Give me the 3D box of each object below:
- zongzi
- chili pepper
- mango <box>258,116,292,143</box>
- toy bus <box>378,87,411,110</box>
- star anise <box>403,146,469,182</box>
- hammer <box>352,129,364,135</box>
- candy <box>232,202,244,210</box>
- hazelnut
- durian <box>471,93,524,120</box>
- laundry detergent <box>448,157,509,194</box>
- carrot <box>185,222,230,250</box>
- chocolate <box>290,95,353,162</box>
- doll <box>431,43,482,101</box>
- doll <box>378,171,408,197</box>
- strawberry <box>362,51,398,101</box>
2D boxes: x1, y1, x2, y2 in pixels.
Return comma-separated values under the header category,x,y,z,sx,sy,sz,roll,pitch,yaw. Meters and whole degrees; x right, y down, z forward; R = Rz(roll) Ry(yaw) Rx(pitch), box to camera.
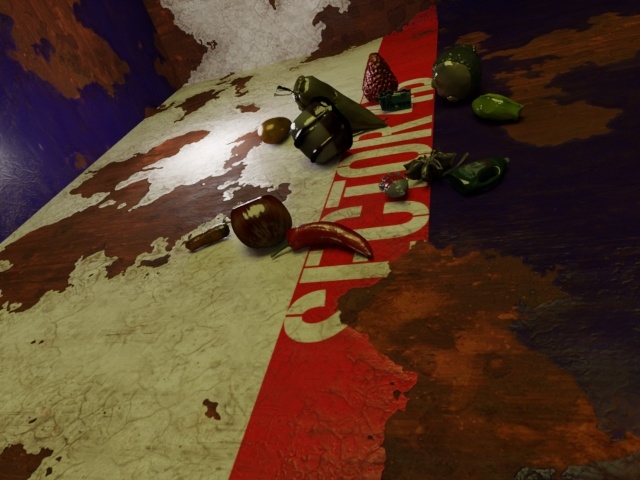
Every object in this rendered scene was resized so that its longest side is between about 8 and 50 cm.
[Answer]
category,x,y,z,sx,sy,sz,roll,pitch,yaw
zongzi,0.055,-0.640,2.147,0.418,0.447,0.181,14,84,31
chili pepper,0.006,-0.005,1.550,0.368,0.092,0.137,-3,49,28
mango,-0.239,-0.581,2.442,0.151,0.120,0.221,1,32,22
toy bus,0.370,-0.697,2.319,0.160,0.092,0.079,-3,35,13
star anise,0.416,-0.274,1.711,0.231,0.089,0.209,11,46,42
hammer,0.114,-0.487,2.226,0.199,0.013,0.062,-19,34,2
candy,-0.294,-0.087,1.801,0.085,0.110,0.095,-38,54,-25
hazelnut,-0.210,-0.062,1.678,0.212,0.181,0.181,-26,7,-19
durian,0.720,-0.552,1.943,0.139,0.101,0.250,0,18,-39
laundry detergent,0.562,-0.230,1.606,0.211,0.063,0.137,-22,36,-7
carrot,-0.437,-0.012,1.806,0.186,0.060,0.060,-24,34,0
chocolate,-0.013,-0.459,2.043,0.186,0.283,0.283,-43,40,-22
doll,0.641,-0.795,2.211,0.247,0.247,0.349,2,43,29
doll,0.269,-0.202,1.698,0.102,0.075,0.227,-34,24,5
strawberry,0.305,-0.855,2.436,0.205,0.244,0.205,-11,36,8
